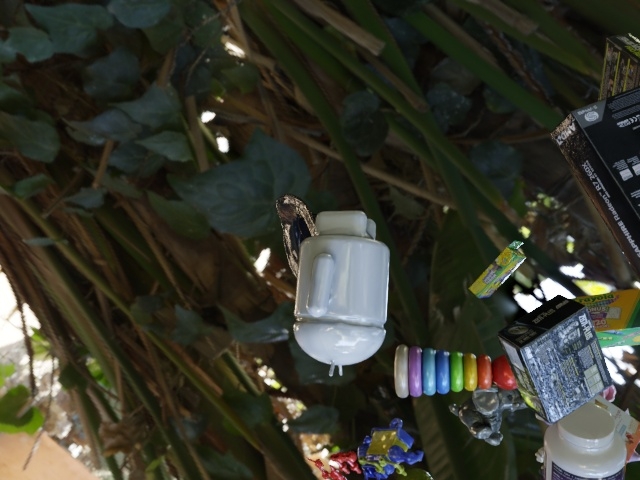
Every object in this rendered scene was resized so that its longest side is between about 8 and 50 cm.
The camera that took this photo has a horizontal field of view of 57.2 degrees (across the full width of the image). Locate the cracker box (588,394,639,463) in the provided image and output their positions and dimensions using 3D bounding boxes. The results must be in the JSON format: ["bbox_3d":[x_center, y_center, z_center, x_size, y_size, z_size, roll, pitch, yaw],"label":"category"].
[{"bbox_3d":[0.817,0.541,1.743,0.156,0.232,0.067,-34,147,-37],"label":"cracker box"}]

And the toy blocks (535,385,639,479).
[{"bbox_3d":[0.911,0.660,1.943,0.309,0.288,0.260,-19,-170,-26],"label":"toy blocks"}]

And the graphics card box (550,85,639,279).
[{"bbox_3d":[0.628,-0.105,1.093,0.233,0.370,0.094,-22,166,-13],"label":"graphics card box"}]

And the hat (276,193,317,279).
[{"bbox_3d":[0.000,0.000,1.631,0.134,0.331,0.331,-20,166,-19],"label":"hat"}]

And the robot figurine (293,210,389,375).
[{"bbox_3d":[0.046,0.115,1.279,0.300,0.200,0.353,28,64,-62],"label":"robot figurine"}]

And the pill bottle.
[{"bbox_3d":[0.636,0.556,1.423,0.181,0.182,0.322,-46,134,-51],"label":"pill bottle"}]

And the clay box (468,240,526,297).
[{"bbox_3d":[0.610,0.098,1.986,0.222,0.053,0.127,-51,154,19],"label":"clay box"}]

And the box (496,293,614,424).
[{"bbox_3d":[0.428,0.215,1.071,0.147,0.180,0.077,-30,-161,-8],"label":"box"}]

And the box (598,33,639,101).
[{"bbox_3d":[0.756,-0.336,1.437,0.216,0.060,0.270,-93,174,-54],"label":"box"}]

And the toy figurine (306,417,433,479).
[{"bbox_3d":[0.166,0.534,1.516,0.363,0.191,0.217,-25,-159,49],"label":"toy figurine"}]

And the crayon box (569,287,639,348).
[{"bbox_3d":[0.874,0.253,1.843,0.279,0.081,0.165,-12,-146,22],"label":"crayon box"}]

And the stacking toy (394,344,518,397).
[{"bbox_3d":[0.365,0.349,1.542,0.141,0.331,0.141,0,90,-78],"label":"stacking toy"}]

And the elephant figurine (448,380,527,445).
[{"bbox_3d":[0.561,0.511,1.876,0.169,0.186,0.239,-101,-146,-75],"label":"elephant figurine"}]
